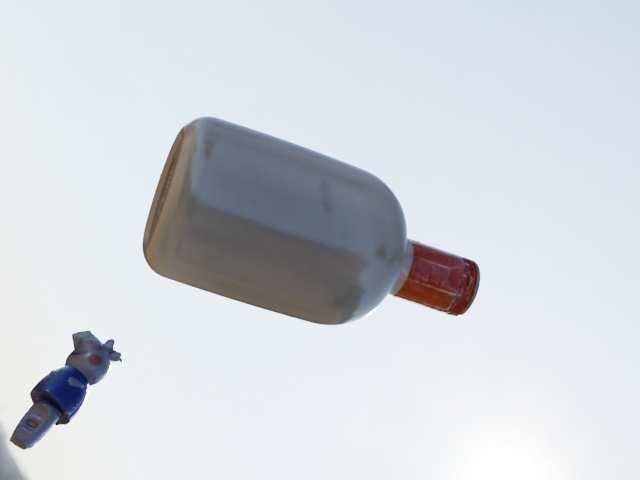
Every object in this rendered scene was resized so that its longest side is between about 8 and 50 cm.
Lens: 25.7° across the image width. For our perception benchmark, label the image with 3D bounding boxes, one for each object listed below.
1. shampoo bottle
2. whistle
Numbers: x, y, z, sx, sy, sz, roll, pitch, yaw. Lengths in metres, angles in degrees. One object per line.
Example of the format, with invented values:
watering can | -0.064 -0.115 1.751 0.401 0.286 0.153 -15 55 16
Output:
shampoo bottle | 0.000 0.000 0.912 0.051 0.220 0.108 12 -96 71
whistle | -0.145 0.083 0.783 0.033 0.083 0.029 25 -37 18
